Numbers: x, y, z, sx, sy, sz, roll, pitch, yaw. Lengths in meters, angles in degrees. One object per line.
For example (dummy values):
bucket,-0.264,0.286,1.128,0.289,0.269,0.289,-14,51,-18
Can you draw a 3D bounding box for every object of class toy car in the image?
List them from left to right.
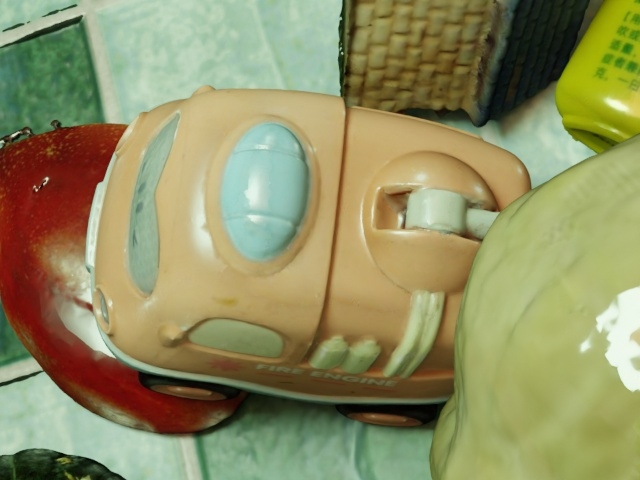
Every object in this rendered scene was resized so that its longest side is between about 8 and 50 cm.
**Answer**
toy car,0.000,0.000,0.940,0.270,0.212,0.181,9,75,-8

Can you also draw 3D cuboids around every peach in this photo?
peach,-0.142,0.005,1.077,0.279,0.068,0.189,39,84,22

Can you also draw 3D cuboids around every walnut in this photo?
walnut,0.234,0.114,0.796,0.381,0.381,0.381,-4,73,13

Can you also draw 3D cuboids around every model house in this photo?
model house,0.096,-0.179,1.035,0.172,0.166,0.183,0,58,-1

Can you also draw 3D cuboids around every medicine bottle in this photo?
medicine bottle,0.262,-0.184,1.023,0.111,0.076,0.309,30,82,5

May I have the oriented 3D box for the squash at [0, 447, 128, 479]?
squash,-0.173,0.223,0.974,0.193,0.156,0.193,0,88,-6
